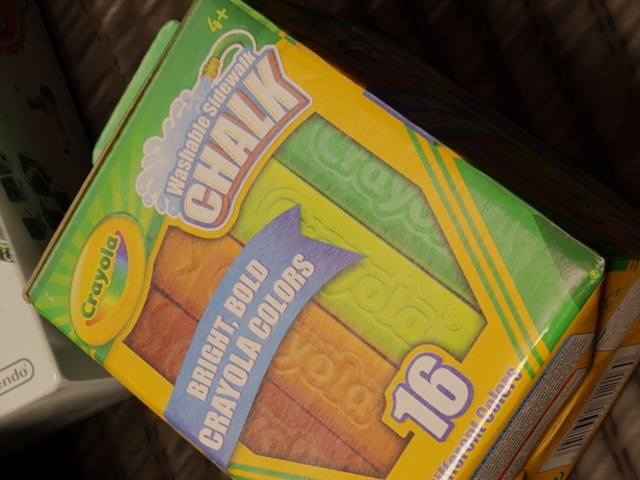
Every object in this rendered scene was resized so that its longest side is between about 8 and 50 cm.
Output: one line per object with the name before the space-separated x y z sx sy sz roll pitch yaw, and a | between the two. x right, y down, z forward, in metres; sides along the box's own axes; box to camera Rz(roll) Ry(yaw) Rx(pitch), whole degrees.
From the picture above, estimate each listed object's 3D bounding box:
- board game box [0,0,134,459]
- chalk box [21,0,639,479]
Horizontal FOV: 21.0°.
board game box | -0.220 -0.039 0.733 0.224 0.097 0.303 -27 78 23
chalk box | 0.000 0.000 0.601 0.213 0.132 0.132 36 105 22
